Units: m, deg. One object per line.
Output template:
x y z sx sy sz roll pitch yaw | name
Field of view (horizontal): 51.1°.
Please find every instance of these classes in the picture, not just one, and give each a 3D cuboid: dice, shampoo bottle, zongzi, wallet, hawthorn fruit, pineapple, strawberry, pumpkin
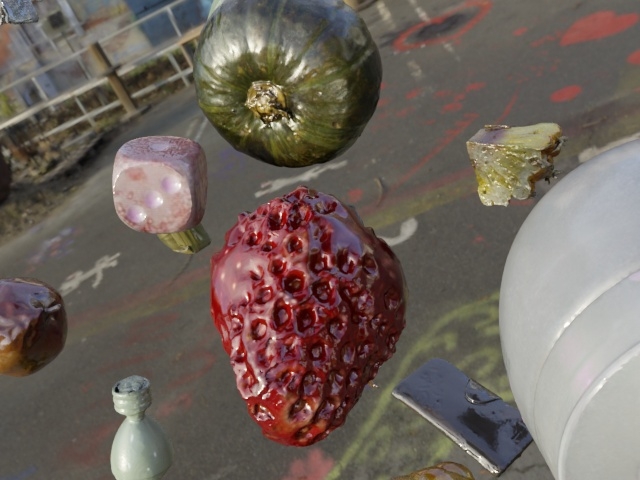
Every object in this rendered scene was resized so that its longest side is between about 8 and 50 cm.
-0.182 -0.065 0.769 0.093 0.091 0.094 3 28 1 | dice
0.266 0.072 0.463 0.273 0.272 0.266 -17 24 20 | shampoo bottle
-0.425 -0.076 1.836 0.115 0.228 0.256 -36 24 -21 | zongzi
0.322 0.380 1.498 0.165 0.042 0.310 -33 45 -26 | wallet
-0.578 0.156 1.290 0.248 0.208 0.208 -24 22 40 | hawthorn fruit
0.396 -0.164 1.400 0.114 0.186 0.236 -42 -3 -43 | pineapple
-0.012 0.120 0.963 0.296 0.317 0.345 -4 40 3 | strawberry
-0.037 -0.189 0.777 0.224 0.223 0.157 -13 32 26 | pumpkin

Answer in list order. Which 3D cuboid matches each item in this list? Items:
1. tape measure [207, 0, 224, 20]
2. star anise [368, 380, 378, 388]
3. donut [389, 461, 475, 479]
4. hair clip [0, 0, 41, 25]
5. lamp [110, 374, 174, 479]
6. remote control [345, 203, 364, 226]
-0.046 -0.276 0.958 0.236 0.207 0.115 10 38 -22 | tape measure
0.075 0.317 1.610 0.141 0.141 0.042 -32 -15 -10 | star anise
0.107 0.462 1.078 0.317 0.150 0.299 -28 -20 31 | donut
-0.420 -0.392 0.868 0.140 0.220 0.054 -22 20 -36 | hair clip
-0.304 0.322 1.121 0.106 0.192 0.106 -3 16 1 | lamp
0.000 0.000 1.353 0.025 0.063 0.245 -23 -7 -43 | remote control
